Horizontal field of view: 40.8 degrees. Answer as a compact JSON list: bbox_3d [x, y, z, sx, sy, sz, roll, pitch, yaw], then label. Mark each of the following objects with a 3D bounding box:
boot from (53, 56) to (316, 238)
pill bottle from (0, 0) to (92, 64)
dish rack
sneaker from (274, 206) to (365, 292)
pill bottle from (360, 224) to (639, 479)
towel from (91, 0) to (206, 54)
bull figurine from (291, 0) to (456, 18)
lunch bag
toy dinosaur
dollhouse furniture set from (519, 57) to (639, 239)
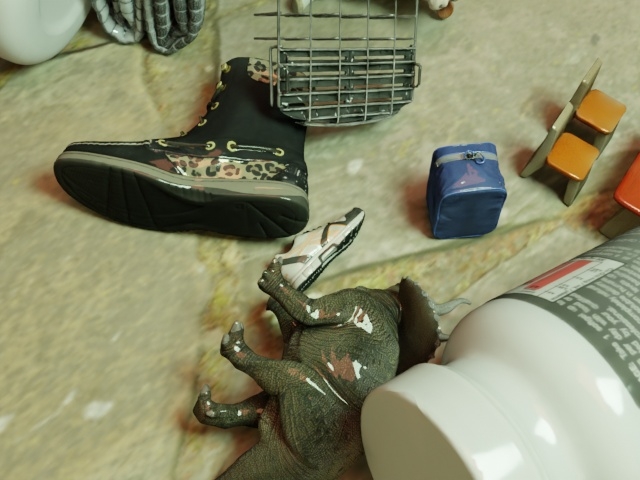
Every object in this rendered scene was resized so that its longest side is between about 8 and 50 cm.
[{"bbox_3d":[-0.119,-0.099,0.834,0.237,0.085,0.178,9,55,-2],"label":"boot"},{"bbox_3d":[-0.395,-0.310,0.850,0.323,0.181,0.181,23,60,5],"label":"pill bottle"},{"bbox_3d":[0.017,-0.248,0.832,0.208,0.271,0.074,-10,17,-38],"label":"dish rack"},{"bbox_3d":[0.000,0.000,0.815,0.044,0.040,0.109,39,63,16],"label":"sneaker"},{"bbox_3d":[0.227,0.116,0.674,0.363,0.210,0.210,-22,66,-24],"label":"pill bottle"},{"bbox_3d":[-0.144,-0.361,0.857,0.121,0.283,0.235,14,61,-2],"label":"towel"},{"bbox_3d":[0.039,-0.359,0.987,0.189,0.101,0.310,-16,65,-15],"label":"bull figurine"},{"bbox_3d":[0.138,-0.053,0.832,0.067,0.098,0.065,-4,59,-5],"label":"lunch bag"},{"bbox_3d":[-0.002,0.117,0.703,0.160,0.121,0.313,29,60,11],"label":"toy dinosaur"},{"bbox_3d":[0.384,-0.105,0.875,0.262,0.135,0.259,33,62,10],"label":"dollhouse furniture set"}]
